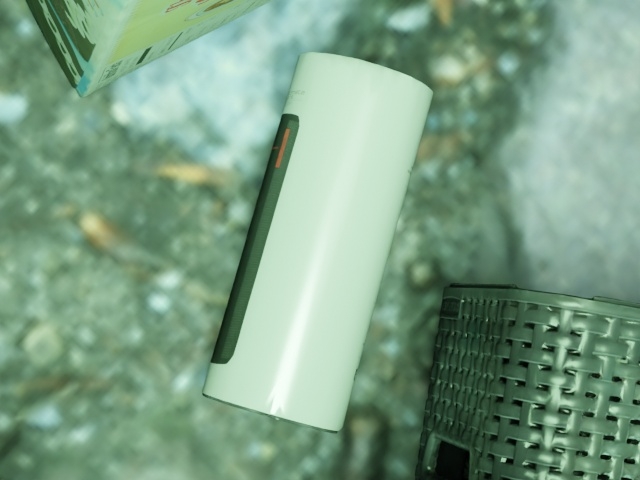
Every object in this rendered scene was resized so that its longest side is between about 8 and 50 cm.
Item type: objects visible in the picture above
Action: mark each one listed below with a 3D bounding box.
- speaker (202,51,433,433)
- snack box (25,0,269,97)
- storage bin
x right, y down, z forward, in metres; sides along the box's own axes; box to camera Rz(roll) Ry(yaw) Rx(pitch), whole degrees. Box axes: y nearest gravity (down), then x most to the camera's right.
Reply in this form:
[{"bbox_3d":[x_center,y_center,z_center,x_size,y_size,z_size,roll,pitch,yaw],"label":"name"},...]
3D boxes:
[{"bbox_3d":[0.000,0.000,0.575,0.055,0.055,0.136,17,86,-9],"label":"speaker"},{"bbox_3d":[0.005,-0.120,0.443,0.187,0.322,0.060,-29,96,-10],"label":"snack box"},{"bbox_3d":[0.135,0.071,0.563,0.180,0.122,0.084,11,87,-10],"label":"storage bin"}]
